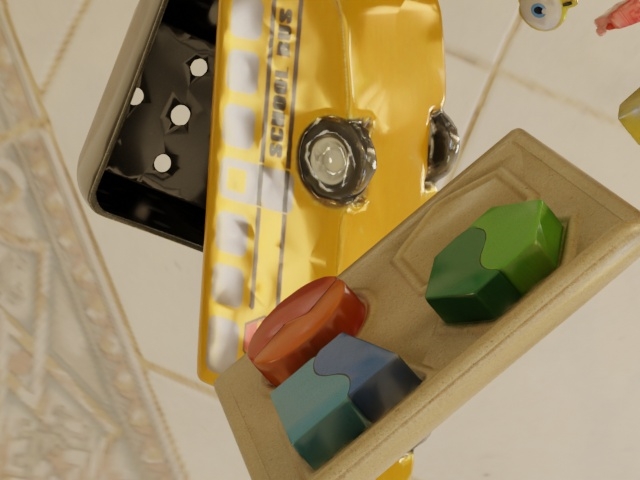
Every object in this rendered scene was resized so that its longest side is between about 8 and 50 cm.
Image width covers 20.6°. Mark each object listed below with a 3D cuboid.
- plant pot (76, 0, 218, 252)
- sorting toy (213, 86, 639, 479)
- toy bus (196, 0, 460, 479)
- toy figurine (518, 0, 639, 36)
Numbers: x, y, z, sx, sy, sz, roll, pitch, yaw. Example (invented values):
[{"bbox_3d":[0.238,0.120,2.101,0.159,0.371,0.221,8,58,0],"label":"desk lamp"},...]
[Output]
[{"bbox_3d":[-0.075,-0.085,1.272,0.187,0.167,0.188,21,87,-24],"label":"plant pot"},{"bbox_3d":[0.076,0.000,0.834,0.307,0.229,0.041,-40,106,1],"label":"sorting toy"},{"bbox_3d":[0.000,0.000,1.104,0.130,0.108,0.333,14,107,35],"label":"toy bus"},{"bbox_3d":[0.143,-0.304,1.034,0.191,0.217,0.362,-33,95,-4],"label":"toy figurine"}]
